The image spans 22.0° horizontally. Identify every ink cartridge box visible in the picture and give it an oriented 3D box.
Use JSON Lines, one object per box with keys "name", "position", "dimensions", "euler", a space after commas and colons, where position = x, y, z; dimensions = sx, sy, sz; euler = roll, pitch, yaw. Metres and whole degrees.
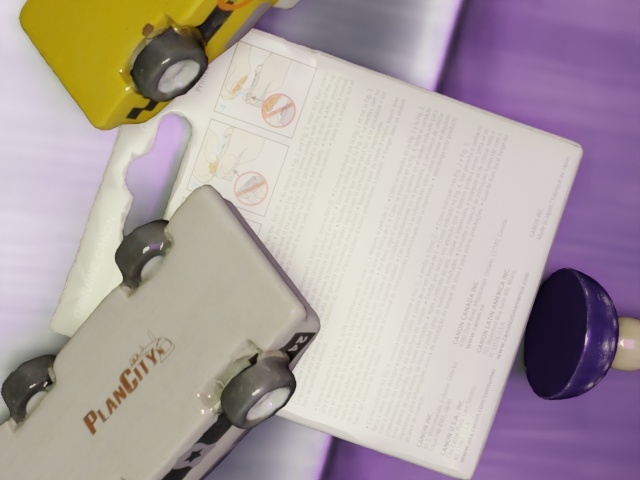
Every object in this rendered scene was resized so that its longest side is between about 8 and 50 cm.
{"name": "ink cartridge box", "position": [0.000, 0.000, 0.837], "dimensions": [0.224, 0.056, 0.181], "euler": [19, 89, 0]}

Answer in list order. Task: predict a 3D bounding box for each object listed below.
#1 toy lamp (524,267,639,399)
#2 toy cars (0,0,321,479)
{"name": "toy lamp", "position": [0.250, 0.069, 0.900], "dimensions": [0.274, 0.080, 0.080], "euler": [10, 91, -20]}
{"name": "toy cars", "position": [-0.057, -0.036, 0.764], "dimensions": [0.087, 0.176, 0.394], "euler": [4, 92, -56]}
